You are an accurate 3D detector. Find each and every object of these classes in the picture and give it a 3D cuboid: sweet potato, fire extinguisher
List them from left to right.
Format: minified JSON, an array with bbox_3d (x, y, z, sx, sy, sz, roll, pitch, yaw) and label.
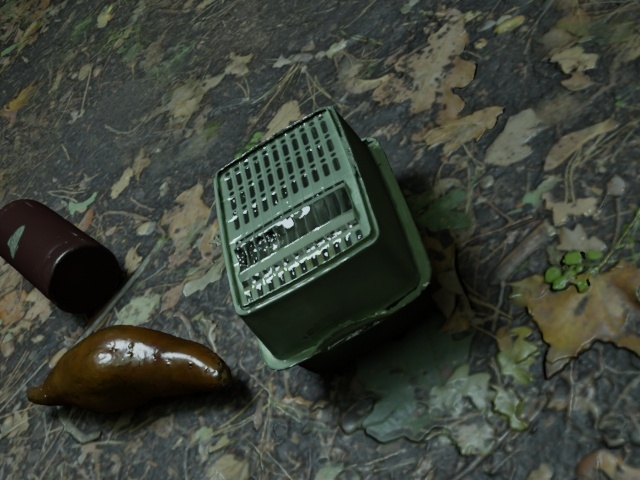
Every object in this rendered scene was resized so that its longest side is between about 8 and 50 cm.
[{"bbox_3d":[-0.457,0.013,1.366,0.135,0.114,0.337,-35,36,-24],"label":"fire extinguisher"},{"bbox_3d":[-0.262,0.166,1.101,0.359,0.112,0.112,-17,47,30],"label":"sweet potato"}]

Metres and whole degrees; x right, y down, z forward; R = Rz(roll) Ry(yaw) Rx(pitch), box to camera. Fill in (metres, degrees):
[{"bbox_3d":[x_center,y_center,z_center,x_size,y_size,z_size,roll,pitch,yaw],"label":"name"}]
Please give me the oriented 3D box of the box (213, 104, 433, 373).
[{"bbox_3d":[0.000,0.000,0.991,0.220,0.166,0.290,-30,43,14],"label":"box"}]
